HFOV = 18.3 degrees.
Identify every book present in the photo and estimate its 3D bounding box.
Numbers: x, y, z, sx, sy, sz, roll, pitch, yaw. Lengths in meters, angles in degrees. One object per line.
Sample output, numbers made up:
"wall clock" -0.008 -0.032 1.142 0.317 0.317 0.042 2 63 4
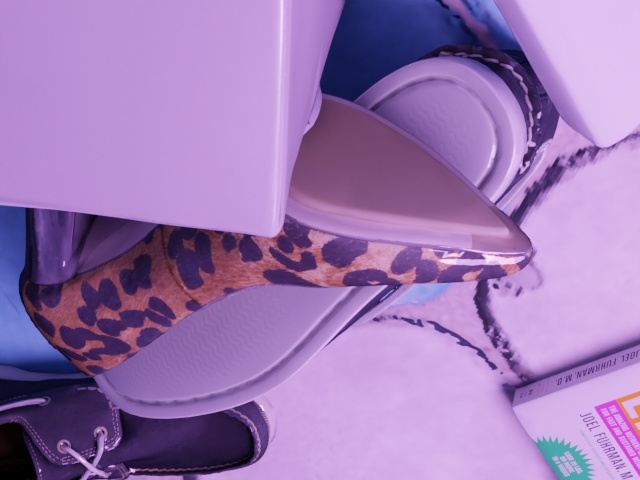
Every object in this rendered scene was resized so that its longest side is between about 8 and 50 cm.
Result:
"book" 0.194 0.099 1.119 0.144 0.035 0.096 -24 116 27

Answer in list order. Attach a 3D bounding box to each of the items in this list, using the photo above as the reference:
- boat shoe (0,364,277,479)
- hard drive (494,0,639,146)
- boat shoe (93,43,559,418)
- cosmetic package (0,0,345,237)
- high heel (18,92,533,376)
"boat shoe" -0.142 0.120 1.167 0.233 0.079 0.084 0 125 9
"hard drive" 0.123 -0.195 0.767 0.203 0.040 0.307 -45 139 -5
"boat shoe" 0.000 0.000 1.035 0.302 0.091 0.114 -29 88 32
"cosmetic package" -0.065 -0.217 0.808 0.156 0.217 0.385 8 126 5
"high heel" -0.027 0.020 0.973 0.261 0.093 0.186 16 133 15
